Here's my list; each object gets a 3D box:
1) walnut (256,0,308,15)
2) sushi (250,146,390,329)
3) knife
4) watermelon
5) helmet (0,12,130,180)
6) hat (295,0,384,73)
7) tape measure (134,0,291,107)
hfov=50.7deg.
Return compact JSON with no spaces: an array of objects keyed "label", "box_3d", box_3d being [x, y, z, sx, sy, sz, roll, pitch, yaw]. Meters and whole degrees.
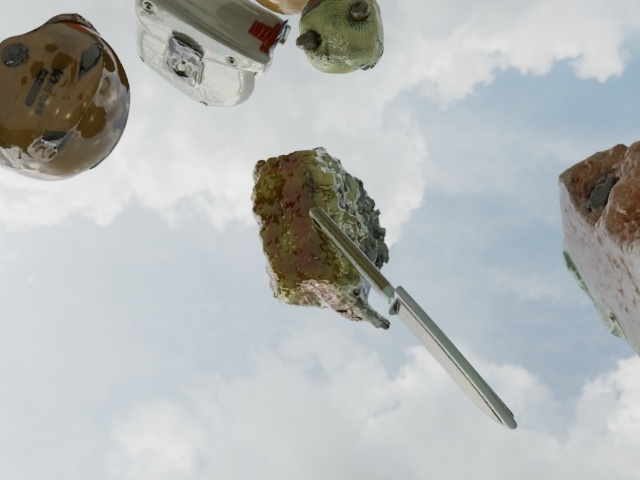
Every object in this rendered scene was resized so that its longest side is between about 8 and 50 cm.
[{"label":"walnut","box_3d":[-0.027,-0.465,1.088,0.222,0.195,0.195,-7,-126,-14]},{"label":"sushi","box_3d":[0.000,0.000,0.941,0.139,0.184,0.274,-17,-109,28]},{"label":"knife","box_3d":[0.089,0.075,0.746,0.027,0.061,0.343,-35,-115,-14]},{"label":"watermelon","box_3d":[0.335,0.036,0.655,0.151,0.302,0.264,-35,-150,17]},{"label":"helmet","box_3d":[-0.329,-0.170,0.884,0.130,0.198,0.224,36,-94,15]},{"label":"hat","box_3d":[0.017,-0.191,0.614,0.077,0.076,0.059,-6,-169,11]},{"label":"tape measure","box_3d":[-0.209,-0.360,1.233,0.258,0.265,0.130,29,-119,-5]}]
